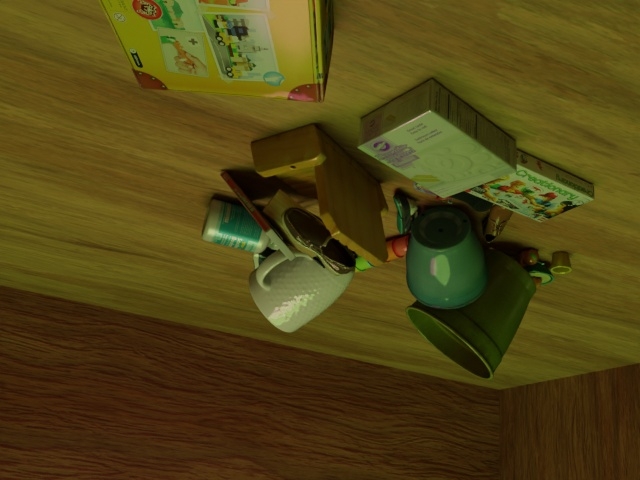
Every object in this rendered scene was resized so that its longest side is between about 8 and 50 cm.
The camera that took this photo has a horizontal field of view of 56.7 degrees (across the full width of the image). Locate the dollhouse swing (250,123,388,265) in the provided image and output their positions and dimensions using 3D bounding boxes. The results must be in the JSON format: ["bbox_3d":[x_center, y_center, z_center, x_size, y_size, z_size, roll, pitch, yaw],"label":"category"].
[{"bbox_3d":[-0.002,-0.089,1.645,0.315,0.304,0.347,-10,152,34],"label":"dollhouse swing"}]

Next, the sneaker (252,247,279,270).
[{"bbox_3d":[-0.183,0.097,2.387,0.164,0.086,0.226,10,155,2],"label":"sneaker"}]

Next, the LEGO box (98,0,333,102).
[{"bbox_3d":[-0.173,-0.465,0.976,0.373,0.193,0.500,6,156,4],"label":"LEGO box"}]

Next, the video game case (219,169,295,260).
[{"bbox_3d":[-0.192,-0.076,1.828,0.025,0.285,0.204,-40,149,-2],"label":"video game case"}]

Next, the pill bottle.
[{"bbox_3d":[-0.261,-0.041,2.023,0.264,0.146,0.146,14,156,-15],"label":"pill bottle"}]

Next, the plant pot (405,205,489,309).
[{"bbox_3d":[0.395,0.036,1.893,0.272,0.271,0.255,0,140,17],"label":"plant pot"}]

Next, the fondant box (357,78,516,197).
[{"bbox_3d":[0.292,-0.238,1.476,0.330,0.096,0.238,25,151,-33],"label":"fondant box"}]

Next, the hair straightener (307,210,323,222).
[{"bbox_3d":[-0.061,-0.074,1.908,0.089,0.047,0.230,28,178,-36],"label":"hair straightener"}]

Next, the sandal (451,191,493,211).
[{"bbox_3d":[0.437,-0.135,1.724,0.179,0.040,0.067,20,123,-30],"label":"sandal"}]

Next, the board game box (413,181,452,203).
[{"bbox_3d":[0.357,-0.148,1.734,0.169,0.033,0.133,13,156,-13],"label":"board game box"}]

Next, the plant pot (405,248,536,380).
[{"bbox_3d":[0.548,0.228,2.064,0.366,0.353,0.366,40,167,11],"label":"plant pot"}]

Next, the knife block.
[{"bbox_3d":[-0.020,-0.014,1.772,0.242,0.088,0.275,25,161,36],"label":"knife block"}]

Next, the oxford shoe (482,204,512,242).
[{"bbox_3d":[0.550,-0.058,1.833,0.076,0.076,0.212,7,155,6],"label":"oxford shoe"}]

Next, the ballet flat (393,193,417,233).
[{"bbox_3d":[0.270,-0.092,1.861,0.074,0.074,0.203,2,150,13],"label":"ballet flat"}]

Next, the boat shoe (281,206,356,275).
[{"bbox_3d":[0.004,-0.006,1.680,0.257,0.095,0.095,41,157,-16],"label":"boat shoe"}]

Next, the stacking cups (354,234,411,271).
[{"bbox_3d":[0.214,0.056,2.167,0.316,0.096,0.096,-16,147,43],"label":"stacking cups"}]

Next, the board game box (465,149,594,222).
[{"bbox_3d":[0.573,-0.147,1.646,0.305,0.053,0.193,18,154,-22],"label":"board game box"}]

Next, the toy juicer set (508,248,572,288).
[{"bbox_3d":[0.747,0.127,2.172,0.209,0.089,0.329,9,157,-5],"label":"toy juicer set"}]

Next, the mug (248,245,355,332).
[{"bbox_3d":[-0.075,0.121,2.120,0.328,0.276,0.374,-36,148,18],"label":"mug"}]
